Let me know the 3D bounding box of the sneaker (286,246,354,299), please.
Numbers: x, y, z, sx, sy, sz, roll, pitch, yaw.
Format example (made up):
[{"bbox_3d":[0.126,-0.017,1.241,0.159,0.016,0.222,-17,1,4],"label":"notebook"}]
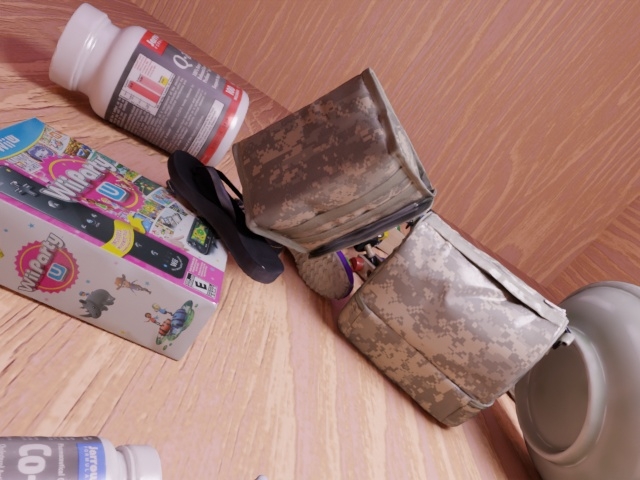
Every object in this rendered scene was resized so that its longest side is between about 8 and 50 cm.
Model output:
[{"bbox_3d":[0.000,-0.001,0.937,0.146,0.102,0.293,-5,44,-45],"label":"sneaker"}]

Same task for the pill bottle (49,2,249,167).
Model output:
[{"bbox_3d":[-0.359,-0.323,0.951,0.363,0.210,0.210,27,21,-26],"label":"pill bottle"}]

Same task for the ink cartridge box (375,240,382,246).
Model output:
[{"bbox_3d":[0.057,-0.073,1.241,0.206,0.045,0.208,0,49,-44],"label":"ink cartridge box"}]

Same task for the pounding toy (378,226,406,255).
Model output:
[{"bbox_3d":[0.157,-0.077,1.414,0.206,0.094,0.181,33,18,-33],"label":"pounding toy"}]

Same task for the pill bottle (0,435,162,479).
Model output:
[{"bbox_3d":[-0.183,0.170,0.286,0.137,0.078,0.078,20,24,-39],"label":"pill bottle"}]

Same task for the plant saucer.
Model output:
[{"bbox_3d":[0.421,0.256,0.721,0.101,0.400,0.400,11,22,-3],"label":"plant saucer"}]

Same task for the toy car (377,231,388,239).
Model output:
[{"bbox_3d":[0.057,-0.062,1.118,0.239,0.053,0.225,44,25,6],"label":"toy car"}]

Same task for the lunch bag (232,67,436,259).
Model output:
[{"bbox_3d":[0.043,-0.082,0.690,0.287,0.235,0.169,29,42,-60],"label":"lunch bag"}]

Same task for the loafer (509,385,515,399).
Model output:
[{"bbox_3d":[0.494,0.322,1.057,0.319,0.111,0.112,46,19,27],"label":"loafer"}]

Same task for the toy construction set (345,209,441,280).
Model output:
[{"bbox_3d":[0.222,0.093,1.048,0.309,0.257,0.237,33,29,-62],"label":"toy construction set"}]

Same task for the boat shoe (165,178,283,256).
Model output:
[{"bbox_3d":[-0.173,-0.052,0.834,0.254,0.079,0.095,33,19,-11],"label":"boat shoe"}]

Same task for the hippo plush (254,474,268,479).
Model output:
[{"bbox_3d":[0.100,0.329,0.300,0.294,0.234,0.236,2,-23,31],"label":"hippo plush"}]

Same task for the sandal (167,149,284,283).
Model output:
[{"bbox_3d":[-0.131,-0.047,0.643,0.254,0.054,0.097,48,17,18],"label":"sandal"}]

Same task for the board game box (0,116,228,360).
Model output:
[{"bbox_3d":[-0.272,-0.013,0.545,0.303,0.097,0.224,29,19,-19],"label":"board game box"}]

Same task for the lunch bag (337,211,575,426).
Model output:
[{"bbox_3d":[0.223,0.126,0.755,0.305,0.256,0.212,42,43,15],"label":"lunch bag"}]
